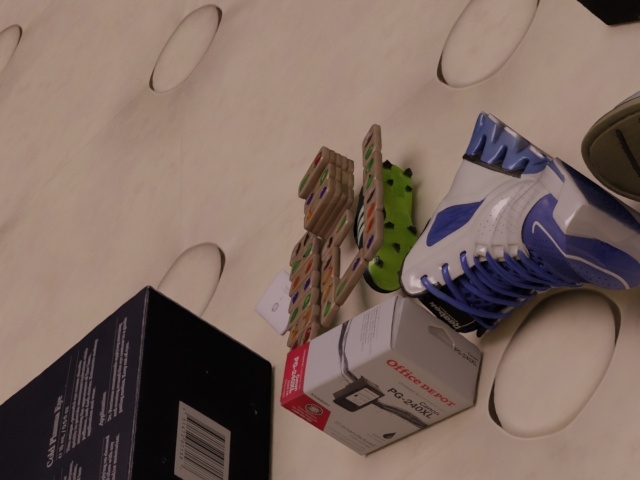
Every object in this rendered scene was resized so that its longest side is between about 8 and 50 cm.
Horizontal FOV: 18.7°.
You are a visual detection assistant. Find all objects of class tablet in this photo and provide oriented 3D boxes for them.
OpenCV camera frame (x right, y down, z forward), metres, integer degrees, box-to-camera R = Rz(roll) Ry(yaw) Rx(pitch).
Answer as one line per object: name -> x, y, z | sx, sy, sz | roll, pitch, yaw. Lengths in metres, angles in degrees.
tablet -> -0.042, 0.066, 2.082 | 0.054, 0.006, 0.083 | -55, 28, 2

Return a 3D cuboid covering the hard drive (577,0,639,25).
hard drive -> 0.385, -0.368, 1.811 | 0.237, 0.064, 0.339 | 0, 60, 57

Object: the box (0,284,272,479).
box -> -0.216, 0.281, 1.947 | 0.312, 0.179, 0.343 | -37, 33, 30

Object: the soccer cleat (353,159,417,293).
soccer cleat -> 0.062, -0.004, 1.950 | 0.072, 0.060, 0.179 | -53, 21, 39

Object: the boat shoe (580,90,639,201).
boat shoe -> 0.346, -0.115, 1.578 | 0.302, 0.113, 0.103 | -21, 23, 48

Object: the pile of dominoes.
pile of dominoes -> 0.000, 0.000, 1.967 | 0.196, 0.040, 0.251 | -58, 15, 28

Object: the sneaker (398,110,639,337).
sneaker -> 0.173, 0.014, 1.697 | 0.182, 0.127, 0.315 | -57, 21, 6

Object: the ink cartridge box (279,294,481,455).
ink cartridge box -> 0.054, 0.124, 1.760 | 0.150, 0.109, 0.063 | -30, 37, 40
